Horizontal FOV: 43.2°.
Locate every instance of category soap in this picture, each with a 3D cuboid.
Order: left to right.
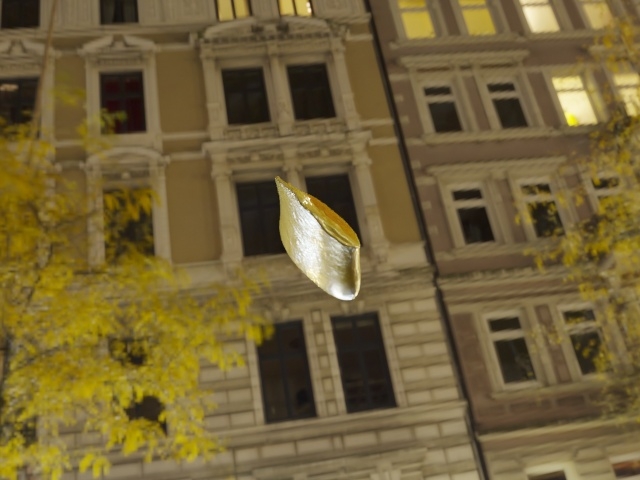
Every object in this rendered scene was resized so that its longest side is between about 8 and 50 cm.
[{"bbox_3d":[0.000,0.000,0.649,0.033,0.089,0.168,-48,-13,-17],"label":"soap"}]
